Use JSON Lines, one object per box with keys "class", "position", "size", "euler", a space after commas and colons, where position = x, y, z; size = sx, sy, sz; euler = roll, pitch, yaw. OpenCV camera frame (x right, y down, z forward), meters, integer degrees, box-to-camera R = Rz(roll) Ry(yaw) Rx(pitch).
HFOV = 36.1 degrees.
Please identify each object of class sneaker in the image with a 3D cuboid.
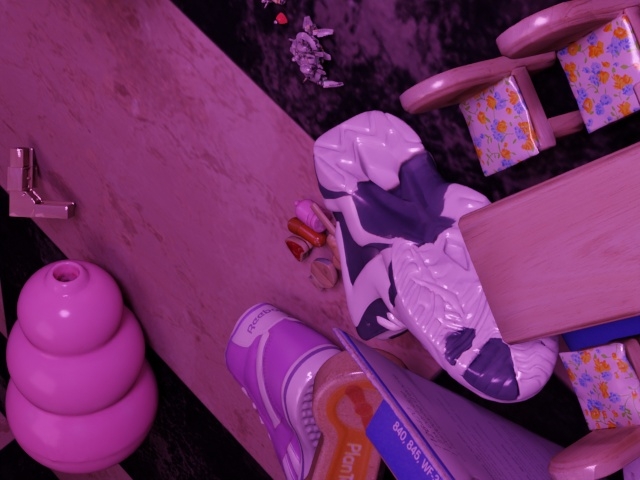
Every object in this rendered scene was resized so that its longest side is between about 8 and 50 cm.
{"class": "sneaker", "position": [0.076, 0.037, 0.656], "size": [0.235, 0.094, 0.153], "euler": [48, 164, 37]}
{"class": "sneaker", "position": [-0.021, 0.179, 1.003], "size": [0.161, 0.102, 0.282], "euler": [34, 142, 41]}

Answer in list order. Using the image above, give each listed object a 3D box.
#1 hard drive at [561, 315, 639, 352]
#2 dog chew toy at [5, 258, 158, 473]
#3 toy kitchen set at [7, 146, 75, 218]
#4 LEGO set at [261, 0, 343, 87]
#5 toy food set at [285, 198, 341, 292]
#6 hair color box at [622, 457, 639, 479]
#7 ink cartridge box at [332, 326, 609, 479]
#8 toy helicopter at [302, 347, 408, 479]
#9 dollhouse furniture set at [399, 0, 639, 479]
{"class": "hard drive", "position": [0.272, 0.132, 0.566], "size": [0.319, 0.040, 0.210], "euler": [58, 151, -12]}
{"class": "dog chew toy", "position": [-0.321, 0.158, 1.302], "size": [0.206, 0.206, 0.332], "euler": [34, 140, 28]}
{"class": "toy kitchen set", "position": [-0.343, -0.073, 1.231], "size": [0.068, 0.075, 0.083], "euler": [-72, -15, -82]}
{"class": "LEGO set", "position": [-0.016, -0.138, 0.681], "size": [0.083, 0.023, 0.054], "euler": [46, 151, 8]}
{"class": "toy food set", "position": [0.000, 0.000, 0.829], "size": [0.078, 0.019, 0.122], "euler": [52, 159, -1]}
{"class": "hair color box", "position": [0.249, 0.154, 0.526], "size": [0.167, 0.053, 0.093], "euler": [19, 138, 42]}
{"class": "ink cartridge box", "position": [0.152, 0.206, 0.549], "size": [0.307, 0.072, 0.304], "euler": [27, -164, -41]}
{"class": "toy helicopter", "position": [0.028, 0.238, 0.849], "size": [0.234, 0.140, 0.355], "euler": [10, 125, -3]}
{"class": "dollhouse furniture set", "position": [0.137, -0.002, 0.420], "size": [0.242, 0.161, 0.212], "euler": [-25, 85, 55]}
